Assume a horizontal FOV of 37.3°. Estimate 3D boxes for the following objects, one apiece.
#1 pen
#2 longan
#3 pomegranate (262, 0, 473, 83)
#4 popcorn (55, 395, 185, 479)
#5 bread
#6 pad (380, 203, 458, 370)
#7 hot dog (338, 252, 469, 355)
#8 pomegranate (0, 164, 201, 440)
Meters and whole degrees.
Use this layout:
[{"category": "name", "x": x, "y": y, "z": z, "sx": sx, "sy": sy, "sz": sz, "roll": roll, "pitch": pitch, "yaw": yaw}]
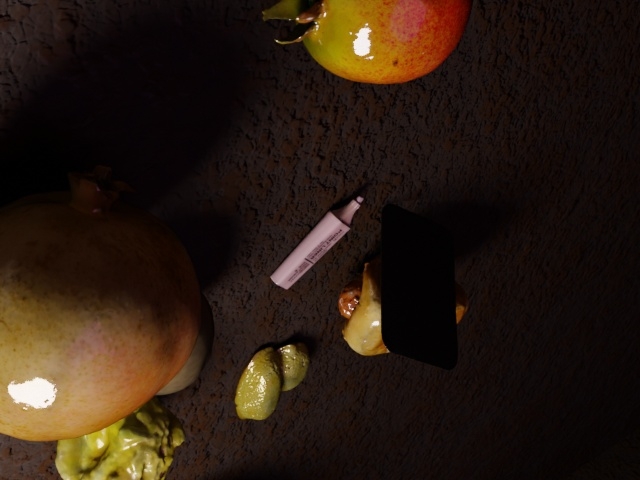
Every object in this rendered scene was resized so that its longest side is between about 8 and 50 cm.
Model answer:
[{"category": "pen", "x": 0.000, "y": 0.000, "z": 1.526, "sx": 0.197, "sy": 0.032, "sz": 0.053, "roll": -47, "pitch": 146, "yaw": 8}, {"category": "longan", "x": -0.223, "y": 0.131, "z": 1.319, "sx": 0.167, "sy": 0.167, "sz": 0.187, "roll": -47, "pitch": 157, "yaw": 6}, {"category": "pomegranate", "x": 0.056, "y": -0.285, "z": 1.115, "sx": 0.257, "sy": 0.221, "sz": 0.221, "roll": -16, "pitch": 139, "yaw": -24}, {"category": "popcorn", "x": -0.303, "y": 0.316, "z": 1.432, "sx": 0.197, "sy": 0.197, "sz": 0.155, "roll": -42, "pitch": 148, "yaw": -2}, {"category": "bread", "x": -0.078, "y": 0.262, "z": 1.710, "sx": 0.149, "sy": 0.065, "sz": 0.187, "roll": -18, "pitch": 138, "yaw": -40}, {"category": "pad", "x": 0.166, "y": 0.076, "z": 1.592, "sx": 0.181, "sy": 0.267, "sz": 0.004, "roll": 21, "pitch": 149, "yaw": -35}, {"category": "hot dog", "x": 0.131, "y": 0.104, "z": 1.664, "sx": 0.257, "sy": 0.153, "sz": 0.150, "roll": -4, "pitch": 136, "yaw": -44}, {"category": "pomegranate", "x": -0.285, "y": 0.070, "z": 1.082, "sx": 0.319, "sy": 0.319, "sz": 0.319, "roll": -28, "pitch": 144, "yaw": -23}]
